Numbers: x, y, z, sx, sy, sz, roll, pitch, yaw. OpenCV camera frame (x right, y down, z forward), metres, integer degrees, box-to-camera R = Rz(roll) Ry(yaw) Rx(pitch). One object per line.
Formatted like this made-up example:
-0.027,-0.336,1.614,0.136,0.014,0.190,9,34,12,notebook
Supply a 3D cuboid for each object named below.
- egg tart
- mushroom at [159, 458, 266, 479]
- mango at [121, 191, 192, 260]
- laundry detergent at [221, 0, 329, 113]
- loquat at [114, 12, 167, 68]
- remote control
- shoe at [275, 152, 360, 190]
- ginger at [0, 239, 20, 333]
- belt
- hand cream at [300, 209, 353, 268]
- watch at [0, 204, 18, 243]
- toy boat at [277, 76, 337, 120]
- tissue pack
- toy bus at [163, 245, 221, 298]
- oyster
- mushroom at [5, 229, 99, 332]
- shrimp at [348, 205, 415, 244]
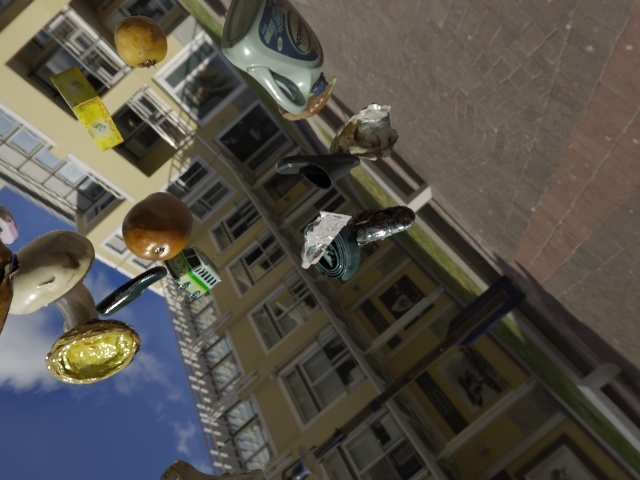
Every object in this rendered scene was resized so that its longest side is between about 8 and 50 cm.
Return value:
-0.734,0.350,1.433,0.095,0.279,0.279,48,-178,40,egg tart
-0.240,0.586,1.046,0.278,0.096,0.099,16,-154,-11,mushroom
-0.542,-0.058,1.488,0.211,0.173,0.317,20,-148,-16,mango
-0.076,-0.389,0.947,0.280,0.105,0.214,35,-124,-49,laundry detergent
-0.534,-0.589,1.313,0.163,0.137,0.163,26,-120,-55,loquat
-0.527,0.140,1.227,0.042,0.222,0.072,55,180,12,remote control
-0.003,-0.180,1.197,0.108,0.241,0.093,-17,80,61,shoe
-0.509,0.089,0.620,0.133,0.309,0.107,15,-153,-23,ginger
0.051,0.031,1.715,0.116,0.206,0.267,-27,-86,-45,belt
0.000,-0.003,1.134,0.084,0.257,0.050,13,-126,-12,hand cream
-0.854,-0.014,1.001,0.249,0.217,0.210,8,140,26,watch
-0.048,-0.491,1.566,0.109,0.099,0.293,10,171,-40,toy boat
-0.507,-0.284,0.970,0.095,0.062,0.176,52,164,10,tissue pack
-0.530,0.127,1.840,0.133,0.165,0.276,53,169,20,toy bus
0.170,-0.402,1.741,0.271,0.275,0.100,8,171,10,oyster
-0.883,0.121,1.426,0.315,0.356,0.315,13,-137,-12,mushroom
0.203,-0.045,1.761,0.172,0.372,0.137,54,-142,-39,shrimp
